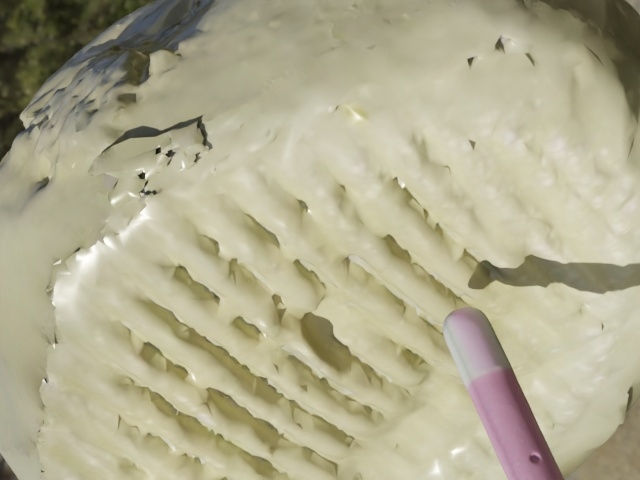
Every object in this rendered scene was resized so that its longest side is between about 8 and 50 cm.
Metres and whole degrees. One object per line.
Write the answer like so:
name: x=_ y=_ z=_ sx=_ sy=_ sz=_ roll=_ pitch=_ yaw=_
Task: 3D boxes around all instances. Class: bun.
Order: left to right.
bun: x=0.000 y=0.000 z=0.644 sx=0.359 sy=0.360 sz=0.211 roll=-62 pitch=32 yaw=34

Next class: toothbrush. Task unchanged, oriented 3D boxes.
toothbrush: x=0.102 y=0.143 z=0.457 sx=0.025 sy=0.020 sz=0.286 roll=98 pitch=153 yaw=-55
